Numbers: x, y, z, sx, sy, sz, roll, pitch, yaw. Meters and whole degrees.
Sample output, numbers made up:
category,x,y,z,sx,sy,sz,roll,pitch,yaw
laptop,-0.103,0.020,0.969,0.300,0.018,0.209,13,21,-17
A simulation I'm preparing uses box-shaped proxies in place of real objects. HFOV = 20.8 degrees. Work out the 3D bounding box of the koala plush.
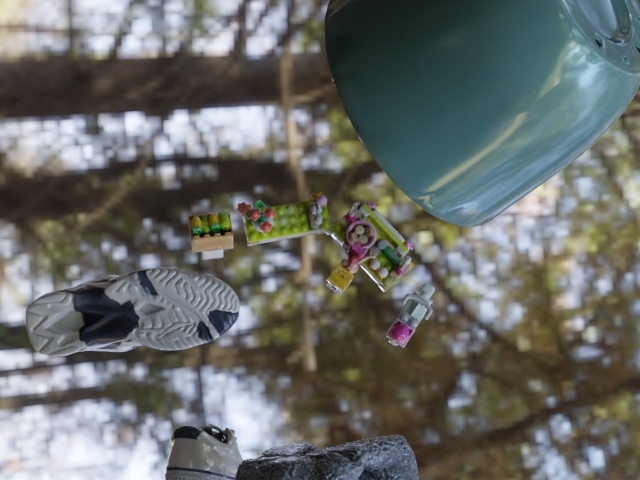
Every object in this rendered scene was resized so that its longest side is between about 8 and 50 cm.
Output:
category,x,y,z,sx,sy,sz,roll,pitch,yaw
koala plush,0.002,0.350,2.011,0.196,0.203,0.221,-8,-90,29

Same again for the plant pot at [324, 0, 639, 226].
category,x,y,z,sx,sy,sz,roll,pitch,yaw
plant pot,0.187,-0.195,1.767,0.235,0.293,0.293,-30,-116,34

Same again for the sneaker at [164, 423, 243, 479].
category,x,y,z,sx,sy,sz,roll,pitch,yaw
sneaker,-0.126,0.281,2.217,0.258,0.094,0.091,43,55,-75

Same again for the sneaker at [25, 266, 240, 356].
category,x,y,z,sx,sy,sz,roll,pitch,yaw
sneaker,-0.196,0.075,1.942,0.153,0.235,0.094,-39,115,-80

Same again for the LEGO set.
category,x,y,z,sx,sy,sz,roll,pitch,yaw
LEGO set,0.000,0.000,1.902,0.107,0.287,0.132,116,-1,-78
